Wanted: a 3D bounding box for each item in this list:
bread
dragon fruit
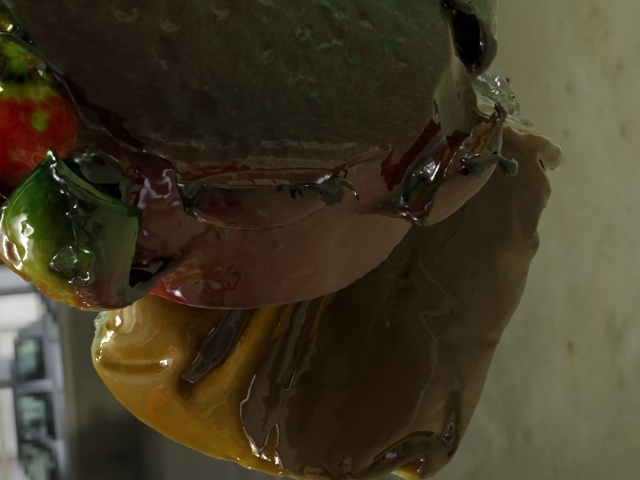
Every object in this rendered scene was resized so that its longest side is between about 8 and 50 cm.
[{"bbox_3d":[0.000,0.000,1.026,0.225,0.250,0.279,-128,56,-77],"label":"bread"},{"bbox_3d":[-0.061,-0.089,0.689,0.130,0.295,0.268,-41,45,54],"label":"dragon fruit"}]
